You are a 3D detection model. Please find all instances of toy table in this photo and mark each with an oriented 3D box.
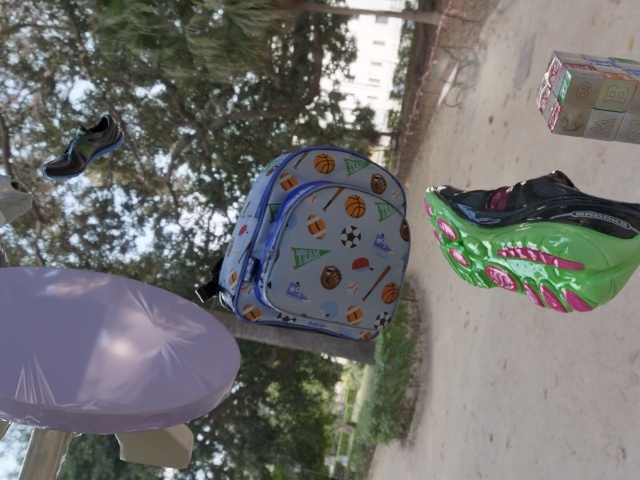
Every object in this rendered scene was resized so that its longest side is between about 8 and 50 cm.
[{"bbox_3d":[-0.233,0.146,0.462,0.252,0.274,0.160,-74,5,-63],"label":"toy table"}]

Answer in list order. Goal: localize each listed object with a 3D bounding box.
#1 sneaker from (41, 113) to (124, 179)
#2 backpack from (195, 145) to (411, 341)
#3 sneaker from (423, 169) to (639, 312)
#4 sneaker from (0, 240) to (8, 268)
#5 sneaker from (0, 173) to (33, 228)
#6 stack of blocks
[{"bbox_3d":[-0.478,-0.188,0.951,0.188,0.067,0.078,-52,-29,-33],"label":"sneaker"},{"bbox_3d":[0.000,0.000,0.681,0.213,0.277,0.263,-4,72,61],"label":"backpack"},{"bbox_3d":[0.346,-0.019,0.834,0.185,0.202,0.483,66,169,-21],"label":"sneaker"},{"bbox_3d":[-0.506,-0.069,0.665,0.109,0.286,0.130,-17,-42,-40],"label":"sneaker"},{"bbox_3d":[-0.737,-0.114,1.043,0.121,0.262,0.099,-40,-22,-45],"label":"sneaker"},{"bbox_3d":[0.502,-0.208,0.720,0.171,0.297,0.087,-65,-17,-55],"label":"stack of blocks"}]
